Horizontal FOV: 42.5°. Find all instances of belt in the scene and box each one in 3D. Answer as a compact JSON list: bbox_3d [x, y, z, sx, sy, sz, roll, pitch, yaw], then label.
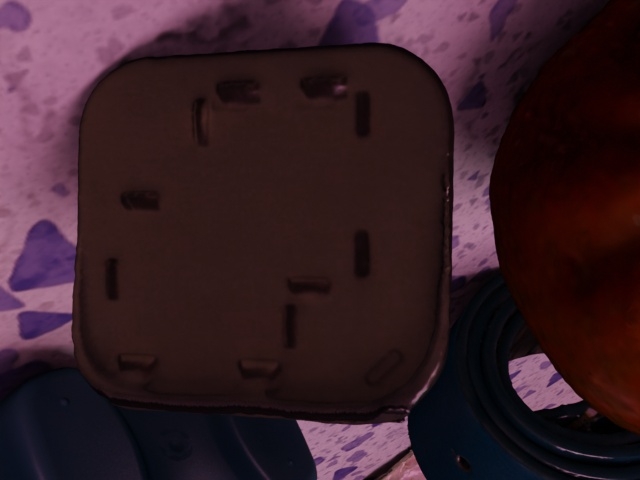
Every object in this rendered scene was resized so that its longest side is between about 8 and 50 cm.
[{"bbox_3d":[0.311,0.173,0.983,0.437,0.300,0.173,-11,148,-36],"label":"belt"}]

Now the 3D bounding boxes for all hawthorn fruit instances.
[{"bbox_3d":[0.334,-0.026,0.655,0.403,0.403,0.403,-23,150,-14],"label":"hawthorn fruit"}]

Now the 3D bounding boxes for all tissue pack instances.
[{"bbox_3d":[-0.165,0.226,0.734,0.287,0.198,0.206,0,137,-45],"label":"tissue pack"}]

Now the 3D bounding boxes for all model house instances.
[{"bbox_3d":[0.000,0.000,0.564,0.218,0.204,0.279,1,178,17],"label":"model house"}]

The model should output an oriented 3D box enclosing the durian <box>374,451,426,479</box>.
[{"bbox_3d":[0.230,0.450,1.456,0.305,0.195,0.185,-35,157,4],"label":"durian"}]
